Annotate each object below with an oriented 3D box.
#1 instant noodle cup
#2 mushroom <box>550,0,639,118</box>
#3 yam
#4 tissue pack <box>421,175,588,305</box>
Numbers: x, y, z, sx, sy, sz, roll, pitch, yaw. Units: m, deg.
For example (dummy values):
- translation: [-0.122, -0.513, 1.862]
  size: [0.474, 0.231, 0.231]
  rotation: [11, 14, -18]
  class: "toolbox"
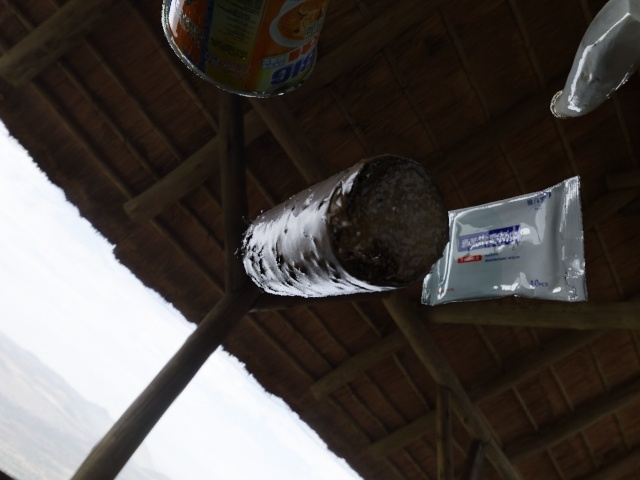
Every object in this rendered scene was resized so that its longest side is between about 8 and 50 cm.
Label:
- translation: [-0.110, -0.421, 0.700]
  size: [0.296, 0.296, 0.214]
  rotation: [38, -27, -4]
  class: "instant noodle cup"
- translation: [0.492, -0.301, 0.771]
  size: [0.103, 0.118, 0.270]
  rotation: [21, -22, 9]
  class: "mushroom"
- translation: [0.001, 0.002, 0.456]
  size: [0.131, 0.131, 0.279]
  rotation: [45, -22, -14]
  class: "yam"
- translation: [0.193, 0.011, 0.478]
  size: [0.026, 0.123, 0.193]
  rotation: [16, -18, -31]
  class: "tissue pack"
